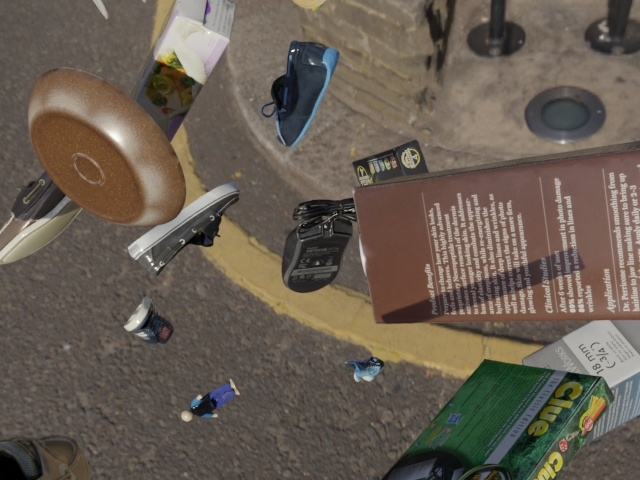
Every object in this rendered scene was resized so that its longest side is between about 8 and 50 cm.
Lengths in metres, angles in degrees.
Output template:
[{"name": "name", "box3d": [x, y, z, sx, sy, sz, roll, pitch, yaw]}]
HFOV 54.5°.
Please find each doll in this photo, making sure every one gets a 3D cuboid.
[{"name": "doll", "box3d": [-0.347, 0.511, 1.947, 0.189, 0.129, 0.046, -29, 42, -12]}]

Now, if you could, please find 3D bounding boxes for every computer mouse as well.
[{"name": "computer mouse", "box3d": [0.000, 0.000, 1.188, 0.188, 0.272, 0.072, -2, 53, -24]}]

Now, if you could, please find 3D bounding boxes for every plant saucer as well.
[{"name": "plant saucer", "box3d": [-0.234, -0.083, 0.653, 0.198, 0.199, 0.036, 14, 46, 22]}]

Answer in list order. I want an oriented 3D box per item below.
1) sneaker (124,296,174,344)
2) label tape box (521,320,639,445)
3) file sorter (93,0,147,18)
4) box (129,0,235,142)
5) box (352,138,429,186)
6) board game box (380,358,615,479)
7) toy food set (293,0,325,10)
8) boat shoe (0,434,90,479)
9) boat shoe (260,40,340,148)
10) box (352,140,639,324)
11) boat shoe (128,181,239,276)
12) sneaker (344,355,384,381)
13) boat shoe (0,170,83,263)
[{"name": "sneaker", "box3d": [-0.574, 0.289, 2.130, 0.148, 0.350, 0.131, 36, 75, -5]}, {"name": "label tape box", "box3d": [0.398, 0.241, 0.971, 0.333, 0.241, 0.106, -30, 52, 1]}, {"name": "file sorter", "box3d": [-0.254, -0.478, 0.903, 0.277, 0.173, 0.193, -31, 57, -11]}, {"name": "box", "box3d": [-0.199, -0.172, 0.767, 0.063, 0.324, 0.067, 20, 55, -24]}, {"name": "box", "box3d": [0.256, -0.148, 2.055, 0.097, 0.318, 0.395, -24, 8, -15]}, {"name": "board game box", "box3d": [0.108, 0.197, 0.495, 0.259, 0.030, 0.136, -41, 13, -23]}, {"name": "toy food set", "box3d": [-0.018, -0.350, 0.821, 0.083, 0.082, 0.020, 48, 43, 3]}, {"name": "boat shoe", "box3d": [-0.309, 0.250, 0.637, 0.109, 0.302, 0.098, -1, 92, -5]}, {"name": "boat shoe", "box3d": [-0.041, -0.256, 1.058, 0.089, 0.258, 0.109, 22, 58, -7]}, {"name": "box", "box3d": [0.245, -0.004, 0.778, 0.381, 0.191, 0.143, -5, 9, 31]}, {"name": "boat shoe", "box3d": [-0.206, -0.018, 1.026, 0.076, 0.080, 0.228, 53, 48, -3]}, {"name": "sneaker", "box3d": [0.120, 0.329, 1.648, 0.073, 0.162, 0.063, -40, 66, 14]}, {"name": "boat shoe", "box3d": [-0.516, -0.079, 1.182, 0.324, 0.116, 0.097, -38, 89, 14]}]
